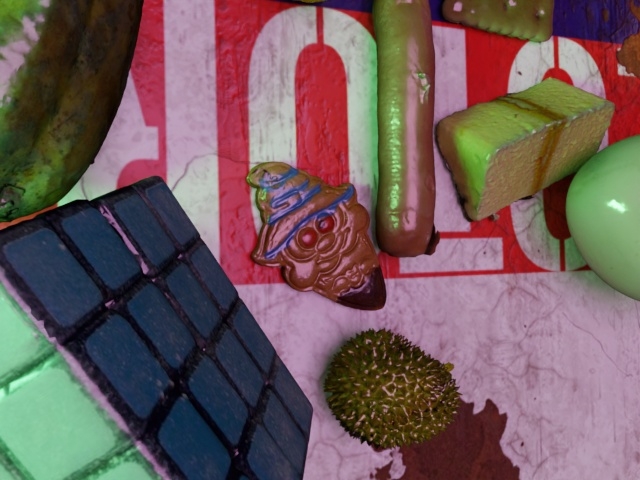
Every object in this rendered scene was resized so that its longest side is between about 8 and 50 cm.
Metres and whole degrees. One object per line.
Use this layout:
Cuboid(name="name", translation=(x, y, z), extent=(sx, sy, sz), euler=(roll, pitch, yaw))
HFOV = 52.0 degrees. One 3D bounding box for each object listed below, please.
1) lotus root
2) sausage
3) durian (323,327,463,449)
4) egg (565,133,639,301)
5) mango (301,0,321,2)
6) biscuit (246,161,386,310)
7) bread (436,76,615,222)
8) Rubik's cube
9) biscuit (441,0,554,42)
Cuboid(name="lotus root", translation=(-0.337, -0.187, 0.697), extent=(0.251, 0.250, 0.345), euler=(16, 82, -20))
Cuboid(name="sausage", translation=(0.123, -0.184, 0.954), extent=(0.094, 0.094, 0.418), euler=(4, 85, -61))
Cuboid(name="durian", translation=(0.102, 0.214, 0.906), extent=(0.198, 0.146, 0.159), euler=(28, 81, -15))
Cuboid(name="egg", translation=(0.549, -0.033, 1.024), extent=(0.345, 0.283, 0.282), euler=(15, 83, -8))
Cuboid(name="mango", translation=(-0.026, -0.449, 0.887), extent=(0.154, 0.126, 0.252), euler=(-10, 85, -10))
Cuboid(name="biscuit", translation=(0.000, 0.000, 0.935), extent=(0.183, 0.043, 0.280), euler=(-44, 101, -14))
Cuboid(name="bread", translation=(0.325, -0.159, 1.031), extent=(0.266, 0.142, 0.178), euler=(-26, 83, -22))
Cuboid(name="Rubik's cube", translation=(-0.237, 0.181, 0.612), extent=(0.344, 0.337, 0.344), euler=(-33, 100, 11))
Cuboid(name="biscuit", translation=(0.298, -0.495, 1.060), extent=(0.217, 0.044, 0.324), euler=(6, 87, -20))
